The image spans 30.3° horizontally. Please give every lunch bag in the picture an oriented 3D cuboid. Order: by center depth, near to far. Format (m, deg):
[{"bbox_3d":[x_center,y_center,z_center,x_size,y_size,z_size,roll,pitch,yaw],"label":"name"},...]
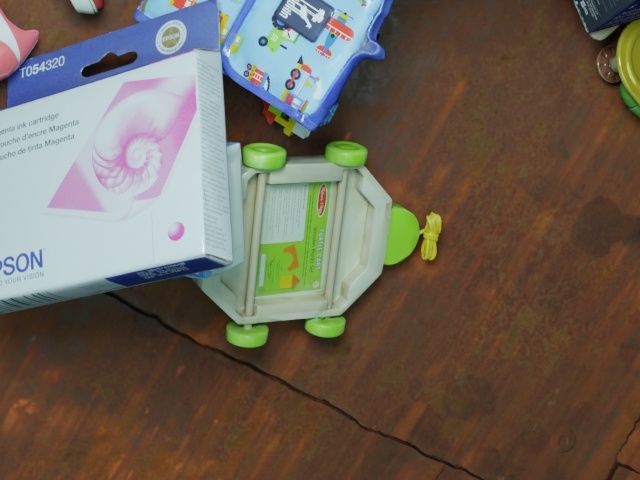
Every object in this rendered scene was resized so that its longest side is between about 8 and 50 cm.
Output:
[{"bbox_3d":[-0.038,-0.279,1.407,0.293,0.138,0.221,35,98,27],"label":"lunch bag"}]

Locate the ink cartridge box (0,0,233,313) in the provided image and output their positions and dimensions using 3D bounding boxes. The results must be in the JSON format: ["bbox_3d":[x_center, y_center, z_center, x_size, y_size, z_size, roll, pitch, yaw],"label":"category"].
[{"bbox_3d":[-0.260,-0.103,1.364,0.324,0.071,0.330,-13,72,25],"label":"ink cartridge box"}]

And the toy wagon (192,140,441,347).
[{"bbox_3d":[0.000,0.000,1.573,0.345,0.068,0.267,-4,113,-28],"label":"toy wagon"}]

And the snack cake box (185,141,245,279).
[{"bbox_3d":[-0.224,-0.052,1.457,0.264,0.089,0.152,8,109,32],"label":"snack cake box"}]

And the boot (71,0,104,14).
[{"bbox_3d":[-0.253,-0.408,1.443,0.176,0.088,0.244,-13,103,-8],"label":"boot"}]

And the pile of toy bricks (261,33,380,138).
[{"bbox_3d":[-0.005,-0.248,1.531,0.105,0.118,0.212,34,115,11],"label":"pile of toy bricks"}]

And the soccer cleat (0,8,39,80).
[{"bbox_3d":[-0.478,-0.326,1.424,0.116,0.109,0.318,-44,105,-21],"label":"soccer cleat"}]

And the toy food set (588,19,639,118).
[{"bbox_3d":[0.442,-0.237,1.625,0.218,0.071,0.128,47,69,-17],"label":"toy food set"}]

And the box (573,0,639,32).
[{"bbox_3d":[0.425,-0.360,1.475,0.153,0.207,0.108,-19,85,-21],"label":"box"}]

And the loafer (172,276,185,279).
[{"bbox_3d":[-0.165,-0.099,1.540,0.095,0.109,0.302,-9,113,-28],"label":"loafer"}]
